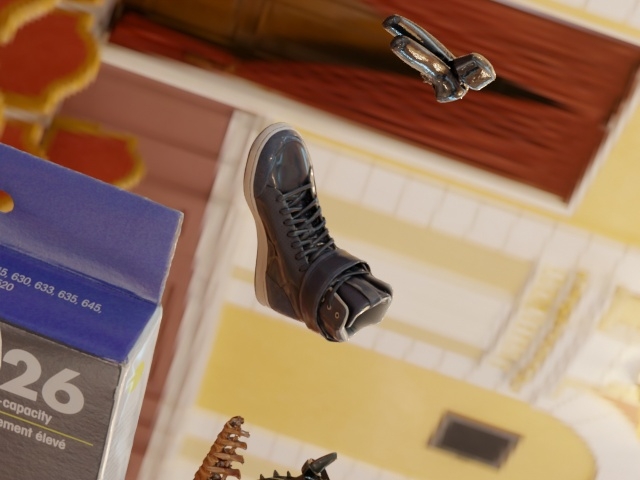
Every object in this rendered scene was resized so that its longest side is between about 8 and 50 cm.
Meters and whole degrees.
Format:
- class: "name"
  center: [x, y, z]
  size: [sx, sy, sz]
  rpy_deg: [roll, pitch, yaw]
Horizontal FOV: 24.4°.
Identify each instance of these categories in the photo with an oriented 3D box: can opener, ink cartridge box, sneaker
- class: "can opener"
  center: [0.116, -0.199, 1.572]
  size: [0.073, 0.186, 0.059]
  rpy_deg: [-37, -121, 21]
- class: "ink cartridge box"
  center: [-0.267, 0.072, 0.982]
  size: [0.072, 0.303, 0.307]
  rpy_deg: [-57, 165, -58]
- class: "sneaker"
  center: [0.001, 0.000, 1.510]
  size: [0.086, 0.163, 0.226]
  rpy_deg: [-26, 128, -31]

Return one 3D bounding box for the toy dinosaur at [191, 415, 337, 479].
- class: "toy dinosaur"
  center: [-0.070, 0.297, 1.360]
  size: [0.322, 0.218, 0.164]
  rpy_deg: [106, -32, -57]
